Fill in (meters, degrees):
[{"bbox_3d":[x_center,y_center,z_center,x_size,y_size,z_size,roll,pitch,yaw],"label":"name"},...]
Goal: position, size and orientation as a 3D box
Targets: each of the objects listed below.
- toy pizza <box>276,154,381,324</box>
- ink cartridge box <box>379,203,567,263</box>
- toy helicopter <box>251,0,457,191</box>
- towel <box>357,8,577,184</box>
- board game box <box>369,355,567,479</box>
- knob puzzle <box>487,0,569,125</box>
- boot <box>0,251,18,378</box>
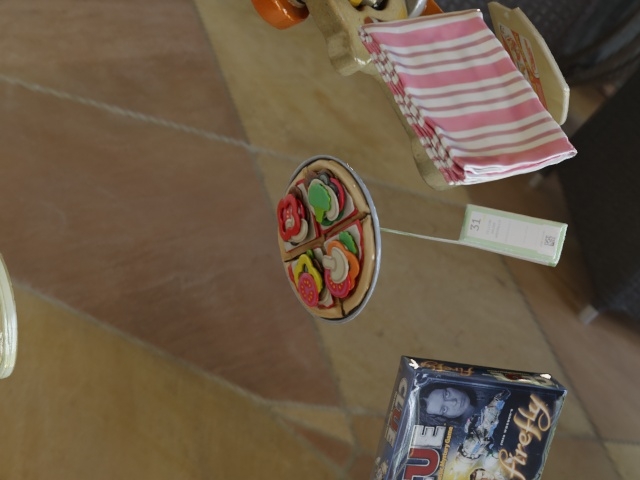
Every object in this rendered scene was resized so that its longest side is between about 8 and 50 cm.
[{"bbox_3d":[0.000,0.000,1.255,0.032,0.201,0.201,-6,51,-35],"label":"toy pizza"},{"bbox_3d":[0.185,-0.016,1.332,0.235,0.056,0.171,14,1,12],"label":"ink cartridge box"},{"bbox_3d":[0.083,-0.223,1.234,0.355,0.140,0.235,61,34,-13],"label":"toy helicopter"},{"bbox_3d":[0.138,-0.142,0.999,0.144,0.029,0.197,-14,63,-29],"label":"towel"},{"bbox_3d":[0.131,0.241,1.051,0.165,0.243,0.042,9,14,-17],"label":"board game box"},{"bbox_3d":[0.308,-0.242,1.500,0.213,0.030,0.213,155,-90,-85],"label":"knob puzzle"},{"bbox_3d":[-0.324,0.024,0.791,0.165,0.077,0.213,-21,103,-40],"label":"boot"}]
